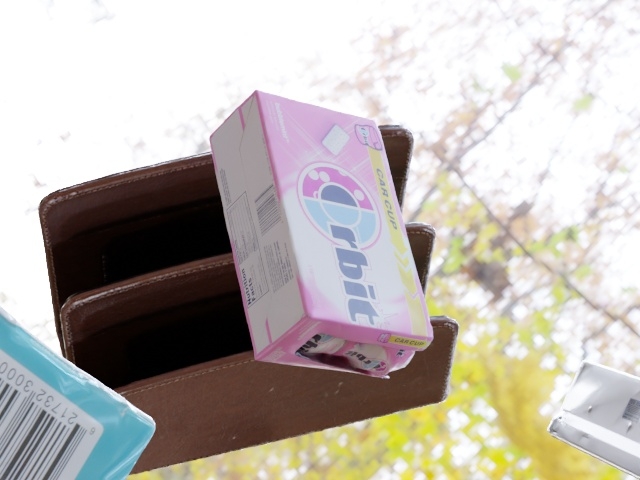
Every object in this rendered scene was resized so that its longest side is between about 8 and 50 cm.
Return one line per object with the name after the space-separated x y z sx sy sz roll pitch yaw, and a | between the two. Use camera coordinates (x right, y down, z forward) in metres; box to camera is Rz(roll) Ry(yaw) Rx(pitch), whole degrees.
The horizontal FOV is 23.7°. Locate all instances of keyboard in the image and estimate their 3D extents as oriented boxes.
0.239 0.141 1.174 0.014 0.072 0.256 31 -4 -13 | keyboard

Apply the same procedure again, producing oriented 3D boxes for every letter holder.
-0.054 0.044 1.203 0.214 0.302 0.152 95 -20 -52 | letter holder

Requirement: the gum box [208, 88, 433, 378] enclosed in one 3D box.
0.000 0.000 1.025 0.062 0.107 0.188 -41 -129 40 | gum box

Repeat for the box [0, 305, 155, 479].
-0.172 0.034 0.506 0.244 0.060 0.100 13 -24 45 | box
